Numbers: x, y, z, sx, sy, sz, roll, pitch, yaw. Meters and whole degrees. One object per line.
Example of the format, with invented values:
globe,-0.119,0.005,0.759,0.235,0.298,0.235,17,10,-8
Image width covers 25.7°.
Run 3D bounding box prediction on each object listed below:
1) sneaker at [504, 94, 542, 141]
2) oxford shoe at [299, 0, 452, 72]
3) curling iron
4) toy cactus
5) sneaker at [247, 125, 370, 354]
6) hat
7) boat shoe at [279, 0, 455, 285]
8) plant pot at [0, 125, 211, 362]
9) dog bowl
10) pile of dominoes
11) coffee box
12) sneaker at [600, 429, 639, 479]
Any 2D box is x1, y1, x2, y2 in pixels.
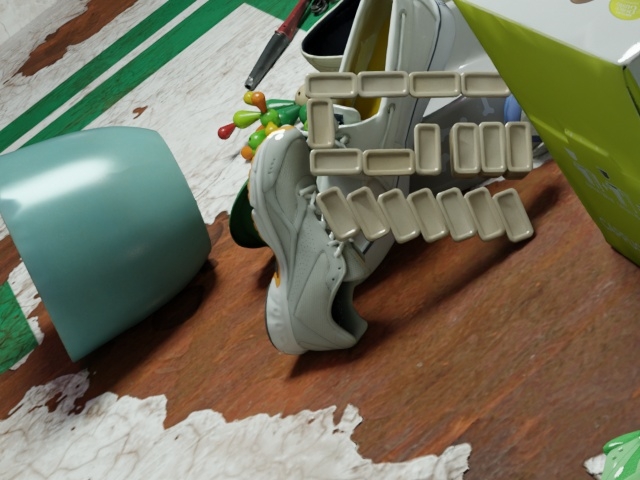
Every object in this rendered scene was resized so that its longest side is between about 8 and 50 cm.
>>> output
sneaker,0.339,-0.177,1.571,0.296,0.112,0.131,-24,29,23
oxford shoe,0.148,-0.338,1.959,0.397,0.146,0.140,-35,70,23
curling iron,-0.055,-0.354,2.398,0.068,0.035,0.274,-2,42,48
toy cactus,-0.048,-0.197,2.085,0.180,0.112,0.219,-38,17,-27
sneaker,0.000,0.000,1.568,0.121,0.262,0.099,0,15,35
hat,0.001,-0.001,1.746,0.183,0.173,0.208,44,102,30
boat shoe,0.035,-0.128,1.631,0.136,0.156,0.367,25,96,44
plant pot,-0.287,-0.020,1.877,0.235,0.293,0.293,-26,25,-10
dog bowl,0.166,-0.195,1.813,0.349,0.102,0.349,-28,28,17
pile of dominoes,0.109,-0.089,1.559,0.251,0.196,0.040,-1,-11,-5
coffee box,0.380,-0.158,1.239,0.334,0.338,0.337,-38,26,-3
sneaker,0.285,0.164,1.087,0.295,0.109,0.123,-42,31,-11
